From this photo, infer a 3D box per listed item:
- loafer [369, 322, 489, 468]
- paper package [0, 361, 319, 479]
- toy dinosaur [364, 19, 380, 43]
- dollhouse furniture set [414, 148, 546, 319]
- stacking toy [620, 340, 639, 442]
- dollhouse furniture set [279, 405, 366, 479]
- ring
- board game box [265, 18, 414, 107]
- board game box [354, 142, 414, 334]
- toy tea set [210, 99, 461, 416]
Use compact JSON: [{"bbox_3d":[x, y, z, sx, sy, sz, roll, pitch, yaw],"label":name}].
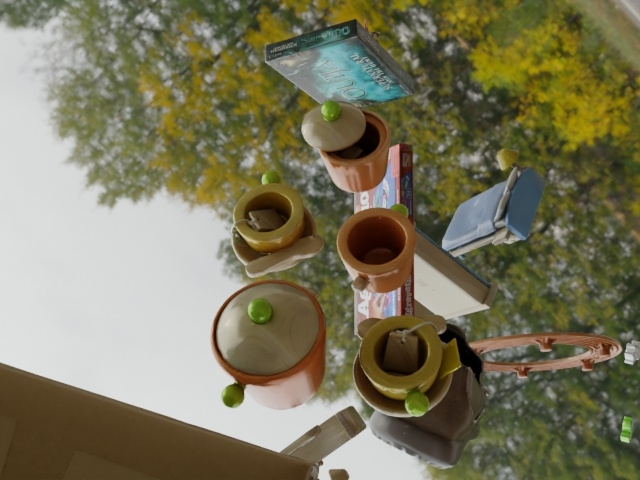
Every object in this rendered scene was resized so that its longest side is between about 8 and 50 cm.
[{"bbox_3d":[0.155,0.169,0.968,0.134,0.130,0.366,25,-176,8],"label":"loafer"},{"bbox_3d":[-0.204,0.195,0.525,0.325,0.309,0.168,20,-116,-9],"label":"paper package"},{"bbox_3d":[0.091,-0.407,1.683,0.090,0.082,0.047,49,154,14],"label":"toy dinosaur"},{"bbox_3d":[0.214,-0.032,1.464,0.198,0.286,0.303,37,-119,-16],"label":"dollhouse furniture set"},{"bbox_3d":[0.670,0.309,1.537,0.167,0.221,0.052,9,-169,38],"label":"stacking toy"},{"bbox_3d":[0.069,0.451,1.213,0.355,0.174,0.303,54,-174,13],"label":"dollhouse furniture set"},{"bbox_3d":[0.419,0.233,1.573,0.337,0.337,0.032,28,-124,-51],"label":"ring"},{"bbox_3d":[0.029,-0.218,1.027,0.186,0.126,0.026,24,-120,-59],"label":"board game box"},{"bbox_3d":[0.094,0.005,1.207,0.027,0.281,0.145,2,175,-24],"label":"board game box"},{"bbox_3d":[0.000,0.000,0.717,0.124,0.200,0.336,76,-175,-55],"label":"toy tea set"}]
